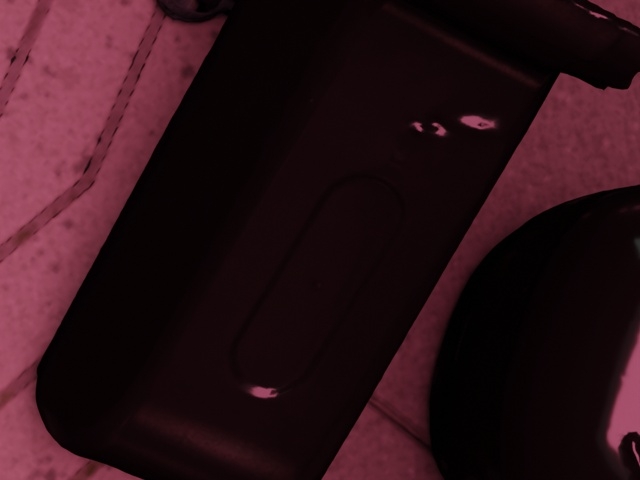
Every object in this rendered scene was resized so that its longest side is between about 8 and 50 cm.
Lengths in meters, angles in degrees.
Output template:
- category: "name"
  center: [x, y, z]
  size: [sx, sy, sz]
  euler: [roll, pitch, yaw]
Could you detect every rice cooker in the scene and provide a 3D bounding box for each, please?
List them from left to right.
- category: "rice cooker"
  center: [0.205, 0.093, 1.101]
  size: [0.267, 0.224, 0.267]
  euler: [1, 86, -19]

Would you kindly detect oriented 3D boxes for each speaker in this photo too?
- category: "speaker"
  center: [0.000, 0.000, 0.984]
  size: [0.180, 0.184, 0.388]
  euler: [24, 112, -14]

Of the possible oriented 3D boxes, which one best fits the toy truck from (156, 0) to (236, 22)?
- category: "toy truck"
  center: [-0.066, -0.252, 1.091]
  size: [0.338, 0.133, 0.184]
  euler: [39, 67, -14]
